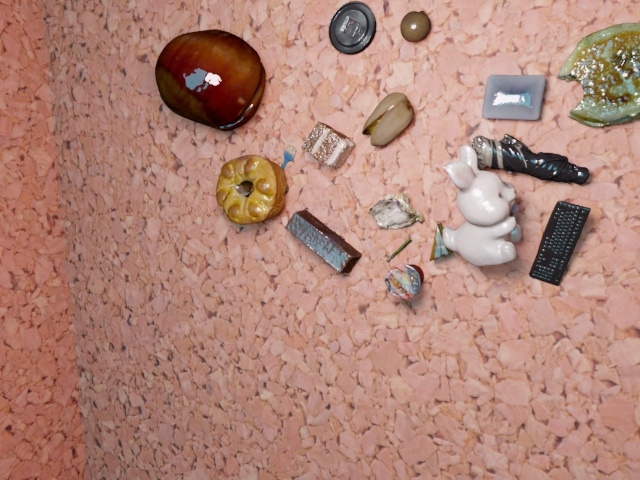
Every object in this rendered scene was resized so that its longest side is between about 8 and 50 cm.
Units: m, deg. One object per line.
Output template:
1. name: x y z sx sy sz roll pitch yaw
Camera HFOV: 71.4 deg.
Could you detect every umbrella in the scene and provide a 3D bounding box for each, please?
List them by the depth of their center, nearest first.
1. umbrella: 0.650 -0.249 1.406 0.358 0.106 0.113 17 136 14

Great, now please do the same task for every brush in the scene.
1. brush: -0.150 -0.313 1.836 0.051 0.014 0.164 38 111 20

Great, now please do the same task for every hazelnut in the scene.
1. hazelnut: -0.441 -0.637 1.750 0.429 0.402 0.402 27 107 33

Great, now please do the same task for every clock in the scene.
1. clock: 0.118 -0.780 1.644 0.184 0.040 0.184 2 96 27

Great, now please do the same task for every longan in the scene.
1. longan: 0.324 -0.733 1.520 0.113 0.092 0.113 -13 64 29

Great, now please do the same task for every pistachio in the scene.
1. pistachio: 0.236 -0.426 1.572 0.206 0.131 0.129 -45 67 27

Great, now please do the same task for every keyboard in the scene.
1. keyboard: 0.748 -0.036 1.365 0.103 0.041 0.381 19 114 23

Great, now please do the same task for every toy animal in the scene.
1. toy animal: 0.484 -0.104 1.389 0.241 0.196 0.367 -2 121 29

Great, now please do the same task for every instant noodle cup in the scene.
1. instant noodle cup: 0.310 0.136 1.584 0.127 0.136 0.127 2 95 26

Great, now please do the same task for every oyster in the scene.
1. oyster: 0.281 -0.102 1.621 0.191 0.081 0.163 28 132 6

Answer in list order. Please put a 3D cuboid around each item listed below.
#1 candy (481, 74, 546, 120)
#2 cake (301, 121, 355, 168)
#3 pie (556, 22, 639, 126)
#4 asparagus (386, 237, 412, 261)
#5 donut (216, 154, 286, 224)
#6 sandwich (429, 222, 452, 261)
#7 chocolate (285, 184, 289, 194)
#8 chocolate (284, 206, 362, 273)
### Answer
1. candy: 0.611 -0.454 1.415 0.174 0.071 0.138 11 100 26
2. cake: 0.033 -0.353 1.679 0.147 0.135 0.134 42 110 12
3. pie: 0.859 -0.479 1.294 0.302 0.067 0.302 3 97 25
4. asparagus: 0.290 0.036 1.651 0.127 0.018 0.015 -47 40 22
5. donut: -0.281 -0.208 1.814 0.317 0.150 0.299 45 117 27
6. sandwich: 0.403 0.005 1.560 0.074 0.074 0.116 -22 84 26
7. chocolate: -0.179 -0.204 1.852 0.101 0.031 0.064 -44 71 24
8. chocolate: 0.000 0.000 1.739 0.321 0.112 0.112 40 108 17
